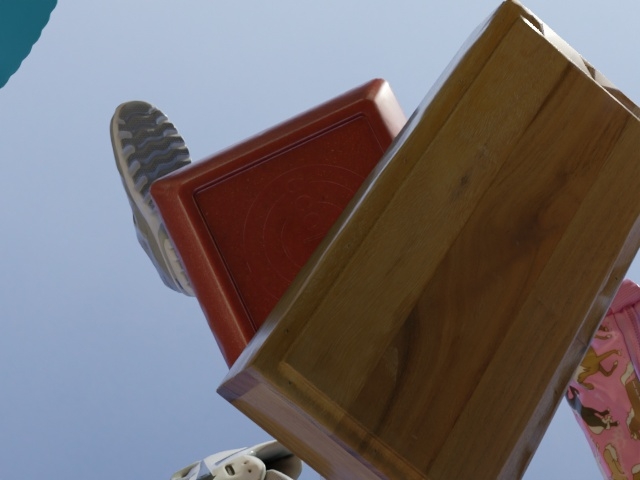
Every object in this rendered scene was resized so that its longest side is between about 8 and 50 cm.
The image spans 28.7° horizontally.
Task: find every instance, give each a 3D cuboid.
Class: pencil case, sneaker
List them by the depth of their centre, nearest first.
[{"bbox_3d":[-0.090,0.278,1.186,0.146,0.122,0.330,-29,-166,16],"label":"sneaker"},{"bbox_3d":[0.365,0.233,1.305,0.167,0.160,0.386,-31,-102,43],"label":"pencil case"},{"bbox_3d":[-0.229,-0.049,1.686,0.105,0.281,0.115,-25,-169,-39],"label":"sneaker"}]

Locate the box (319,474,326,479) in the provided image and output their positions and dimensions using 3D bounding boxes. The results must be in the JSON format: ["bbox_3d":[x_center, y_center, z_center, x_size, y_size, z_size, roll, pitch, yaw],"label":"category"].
[{"bbox_3d":[0.128,0.372,1.386,0.168,0.215,0.345,-10,-176,-12],"label":"box"}]

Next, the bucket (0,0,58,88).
[{"bbox_3d":[-0.288,-0.183,0.720,0.183,0.281,0.281,36,-108,15],"label":"bucket"}]

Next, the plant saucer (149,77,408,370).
[{"bbox_3d":[0.000,0.000,1.174,0.259,0.048,0.258,-25,-102,-3],"label":"plant saucer"}]

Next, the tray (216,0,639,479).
[{"bbox_3d":[0.119,0.014,0.949,0.411,0.203,0.076,-55,-173,-31],"label":"tray"}]
